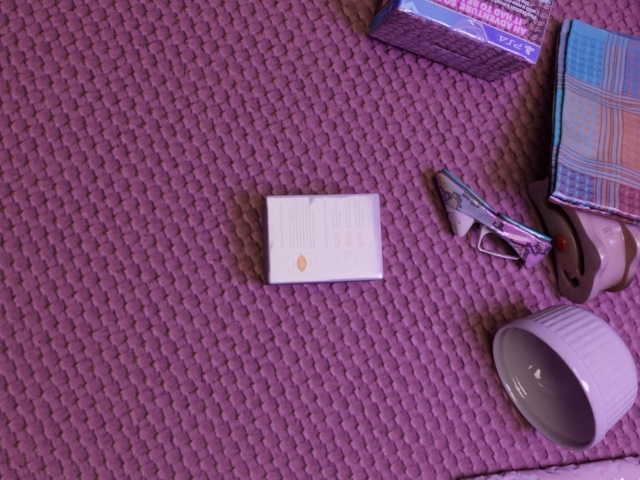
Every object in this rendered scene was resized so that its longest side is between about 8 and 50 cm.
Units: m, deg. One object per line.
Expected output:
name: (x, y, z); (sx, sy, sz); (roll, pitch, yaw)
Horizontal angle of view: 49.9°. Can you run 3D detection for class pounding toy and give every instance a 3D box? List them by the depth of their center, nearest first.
pounding toy: (0.454, 0.001, 1.087); (0.154, 0.154, 0.270); (-16, 67, -11)

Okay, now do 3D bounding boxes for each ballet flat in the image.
ballet flat: (0.262, -0.025, 1.095); (0.221, 0.077, 0.079); (32, 100, -4)

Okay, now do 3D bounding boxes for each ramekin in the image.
ramekin: (0.366, 0.194, 1.020); (0.109, 0.207, 0.207); (-26, 88, -19)

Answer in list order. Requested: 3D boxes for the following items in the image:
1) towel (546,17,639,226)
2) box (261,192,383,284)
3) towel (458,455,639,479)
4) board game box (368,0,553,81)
towel: (0.495, -0.185, 1.076); (0.271, 0.040, 0.370); (14, 61, 1)
box: (0.000, 0.000, 1.038); (0.170, 0.091, 0.130); (-1, 85, -9)
towel: (0.385, 0.510, 1.064); (0.331, 0.053, 0.317); (-3, 85, -9)
board game box: (0.237, -0.431, 1.065); (0.232, 0.141, 0.291); (17, 87, -14)
